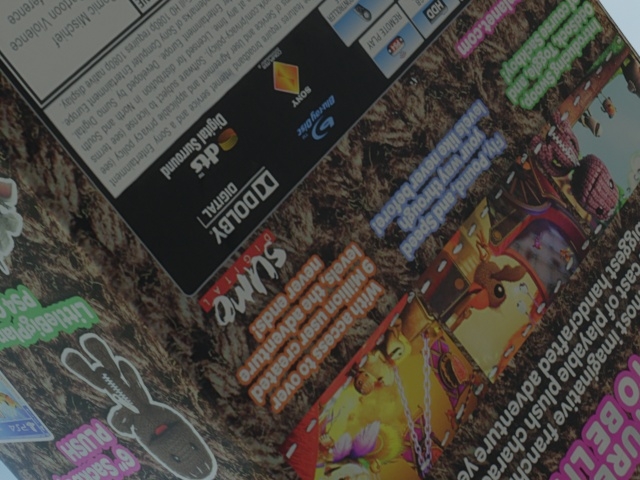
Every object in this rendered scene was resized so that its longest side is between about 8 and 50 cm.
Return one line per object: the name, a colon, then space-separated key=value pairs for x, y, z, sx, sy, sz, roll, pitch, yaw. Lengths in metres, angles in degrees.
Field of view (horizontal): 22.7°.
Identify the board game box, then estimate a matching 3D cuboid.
board game box: x=0.000 y=0.000 z=0.557 sx=0.291 sy=0.141 sz=0.232 roll=52 pitch=-127 yaw=-13
